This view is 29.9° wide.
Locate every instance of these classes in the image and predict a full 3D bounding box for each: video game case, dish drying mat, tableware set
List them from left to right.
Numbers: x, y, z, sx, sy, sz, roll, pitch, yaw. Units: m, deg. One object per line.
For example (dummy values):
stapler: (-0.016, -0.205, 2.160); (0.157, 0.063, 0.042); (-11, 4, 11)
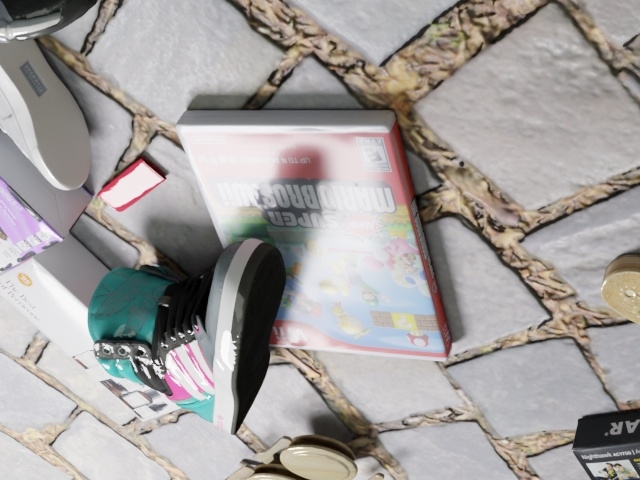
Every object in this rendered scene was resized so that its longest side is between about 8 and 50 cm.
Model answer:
dish drying mat: (-0.183, -0.053, 1.157); (0.032, 0.008, 0.083); (42, 135, -18)
tableware set: (-0.023, 0.259, 1.369); (0.128, 0.039, 0.194); (24, 145, -16)
video game case: (0.000, 0.000, 1.108); (0.204, 0.025, 0.285); (3, 133, 24)

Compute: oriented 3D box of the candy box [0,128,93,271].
candy box: (-0.354, -0.048, 1.199); (0.196, 0.070, 0.165); (-23, 119, 39)

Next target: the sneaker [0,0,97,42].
sneaker: (-0.297, -0.238, 0.974); (0.228, 0.086, 0.132); (6, 132, 23)

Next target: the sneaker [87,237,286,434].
sneaker: (-0.136, 0.069, 1.155); (0.178, 0.124, 0.295); (24, 145, 7)

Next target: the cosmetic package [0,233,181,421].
cosmetic package: (-0.236, 0.094, 1.290); (0.099, 0.060, 0.239); (-26, 117, 40)

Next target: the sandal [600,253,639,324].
sandal: (0.344, 0.091, 0.989); (0.240, 0.079, 0.088); (20, 138, 6)

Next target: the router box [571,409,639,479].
router box: (0.349, 0.216, 1.136); (0.179, 0.046, 0.133); (-15, 124, 36)

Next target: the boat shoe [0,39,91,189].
boat shoe: (-0.274, -0.125, 1.091); (0.063, 0.066, 0.184); (2, 135, 39)
